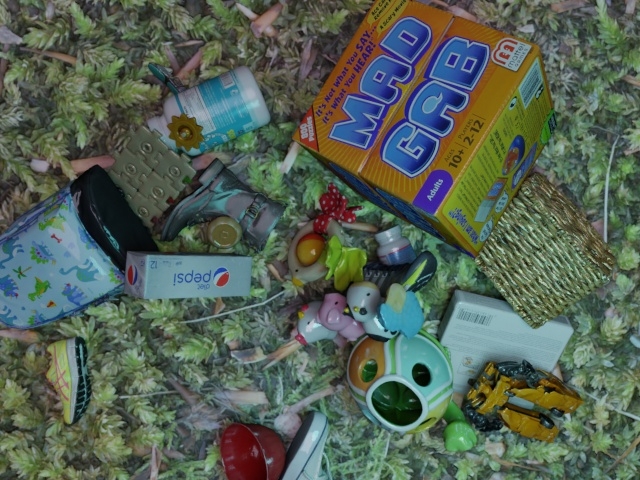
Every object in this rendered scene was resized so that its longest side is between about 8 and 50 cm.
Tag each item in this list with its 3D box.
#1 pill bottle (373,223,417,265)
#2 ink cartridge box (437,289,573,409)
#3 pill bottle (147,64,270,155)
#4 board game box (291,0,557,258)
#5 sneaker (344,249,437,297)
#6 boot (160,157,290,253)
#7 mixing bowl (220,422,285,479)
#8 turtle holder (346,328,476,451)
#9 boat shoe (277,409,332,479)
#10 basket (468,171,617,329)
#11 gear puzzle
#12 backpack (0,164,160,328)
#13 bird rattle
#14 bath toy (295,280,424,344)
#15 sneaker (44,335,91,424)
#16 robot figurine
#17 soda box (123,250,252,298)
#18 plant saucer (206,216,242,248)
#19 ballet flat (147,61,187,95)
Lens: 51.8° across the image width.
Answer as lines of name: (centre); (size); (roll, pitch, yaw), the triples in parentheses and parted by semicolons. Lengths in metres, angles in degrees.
pill bottle: (0.190, 0.046, 1.602); (0.087, 0.087, 0.160); (-23, 94, -3)
ink cartridge box: (0.435, 0.275, 1.644); (0.296, 0.066, 0.261); (14, 117, -4)
pill bottle: (-0.259, -0.290, 1.524); (0.264, 0.146, 0.146); (-24, 94, -2)
board game box: (0.234, -0.230, 1.391); (0.356, 0.356, 0.356); (32, 90, 28)
sneaker: (0.147, 0.095, 1.528); (0.300, 0.111, 0.121); (-40, 77, 42)
boot: (-0.228, -0.043, 1.572); (0.229, 0.091, 0.263); (39, 97, -13)
mixing bowl: (-0.149, 0.515, 1.580); (0.098, 0.181, 0.182); (-7, 95, -45)
turtle holder: (0.196, 0.356, 1.529); (0.243, 0.227, 0.320); (-20, 100, 13)
boat shoe: (-0.025, 0.597, 1.594); (0.156, 0.136, 0.367); (22, 94, -5)
basket: (0.519, 0.015, 1.579); (0.299, 0.213, 0.223); (49, 124, 7)
gear puzzle: (-0.370, -0.176, 1.491); (0.175, 0.044, 0.339); (41, 127, -10)
backpack: (-0.592, 0.045, 1.482); (0.355, 0.273, 0.290); (-20, 112, 17)
bird rattle: (0.000, 0.000, 1.546); (0.206, 0.143, 0.254); (-30, 53, 26)
bath toy: (0.059, 0.173, 1.480); (0.129, 0.348, 0.151); (-34, 101, -39)
sneaker: (-0.608, 0.334, 1.573); (0.094, 0.081, 0.209); (-3, 87, 3)
robot figurine: (0.483, 0.387, 1.596); (0.291, 0.085, 0.211); (24, 108, -20)
soda box: (-0.293, 0.077, 1.490); (0.286, 0.091, 0.098); (2, 94, -45)
plant saucer: (-0.224, -0.015, 1.540); (0.083, 0.015, 0.084); (-4, 114, -8)
ballet flat: (-0.360, -0.386, 1.571); (0.041, 0.041, 0.114); (-44, 95, -1)
